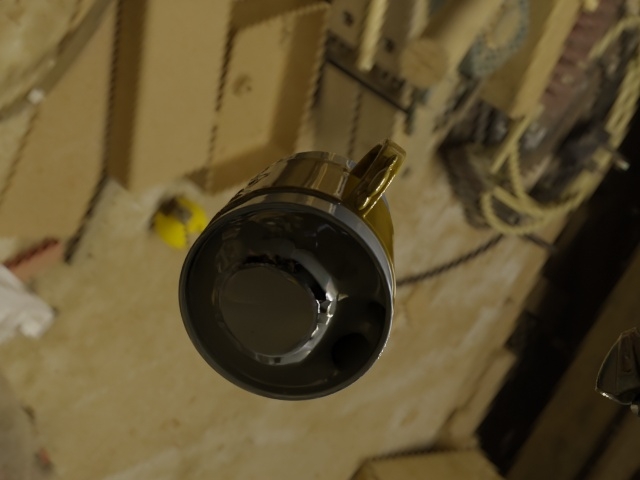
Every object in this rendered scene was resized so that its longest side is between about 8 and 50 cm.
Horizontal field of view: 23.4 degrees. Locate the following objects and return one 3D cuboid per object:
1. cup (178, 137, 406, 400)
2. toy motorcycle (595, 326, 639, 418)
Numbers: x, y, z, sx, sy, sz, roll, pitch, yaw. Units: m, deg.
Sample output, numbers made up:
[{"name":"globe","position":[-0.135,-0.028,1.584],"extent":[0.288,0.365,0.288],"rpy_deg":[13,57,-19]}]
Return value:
[{"name":"cup","position":[0.000,0.000,1.390],"extent":[0.241,0.185,0.226],"rpy_deg":[-49,-173,20]},{"name":"toy motorcycle","position":[0.267,0.136,1.034],"extent":[0.130,0.229,0.094],"rpy_deg":[-21,162,10]}]
